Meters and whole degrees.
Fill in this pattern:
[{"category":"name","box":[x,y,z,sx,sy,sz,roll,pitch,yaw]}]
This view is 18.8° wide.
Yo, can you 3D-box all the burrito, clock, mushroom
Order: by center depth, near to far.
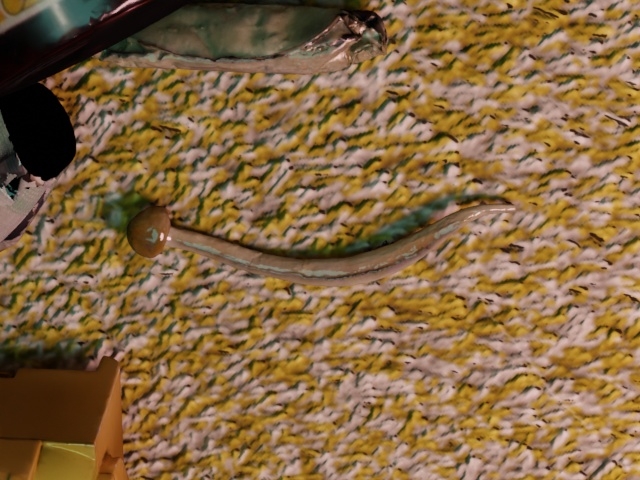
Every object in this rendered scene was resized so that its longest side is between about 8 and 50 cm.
[{"category":"burrito","box":[-0.065,-0.151,1.436,0.229,0.063,0.058,5,91,5]},{"category":"mushroom","box":[0.000,0.002,1.523,0.306,0.043,0.068,0,142,4]},{"category":"clock","box":[-0.267,0.263,1.604,0.244,0.200,0.317,3,126,9]}]

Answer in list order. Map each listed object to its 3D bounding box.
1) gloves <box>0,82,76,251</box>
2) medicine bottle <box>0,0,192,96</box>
[{"category":"gloves","box":[-0.279,-0.048,1.494,0.127,0.111,0.212,45,141,-21]},{"category":"medicine bottle","box":[-0.233,-0.306,1.291,0.242,0.242,0.395,-28,98,19]}]
